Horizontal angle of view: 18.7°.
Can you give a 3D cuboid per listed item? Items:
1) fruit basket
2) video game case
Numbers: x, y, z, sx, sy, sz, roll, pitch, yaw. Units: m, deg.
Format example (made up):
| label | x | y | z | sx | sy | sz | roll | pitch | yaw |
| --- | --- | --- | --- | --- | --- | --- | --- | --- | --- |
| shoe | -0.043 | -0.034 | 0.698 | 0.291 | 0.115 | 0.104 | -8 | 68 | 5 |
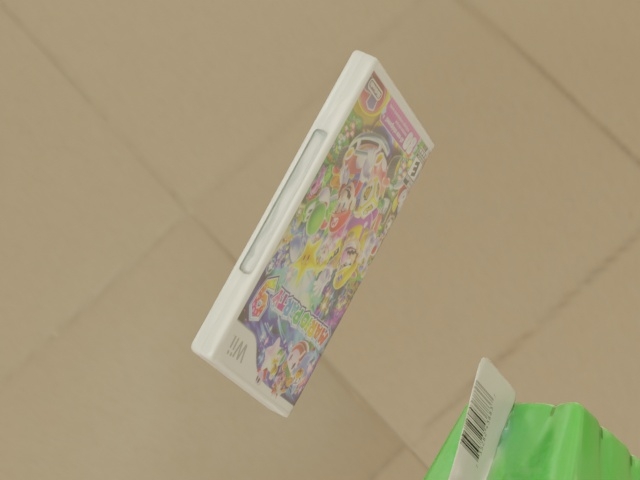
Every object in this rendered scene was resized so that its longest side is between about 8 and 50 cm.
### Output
| label | x | y | z | sx | sy | sz | roll | pitch | yaw |
| --- | --- | --- | --- | --- | --- | --- | --- | --- | --- |
| fruit basket | 0.148 | 0.313 | 1.483 | 0.165 | 0.327 | 0.353 | 3 | 64 | 41 |
| video game case | 0.000 | 0.000 | 0.714 | 0.011 | 0.087 | 0.122 | 25 | 81 | 24 |
